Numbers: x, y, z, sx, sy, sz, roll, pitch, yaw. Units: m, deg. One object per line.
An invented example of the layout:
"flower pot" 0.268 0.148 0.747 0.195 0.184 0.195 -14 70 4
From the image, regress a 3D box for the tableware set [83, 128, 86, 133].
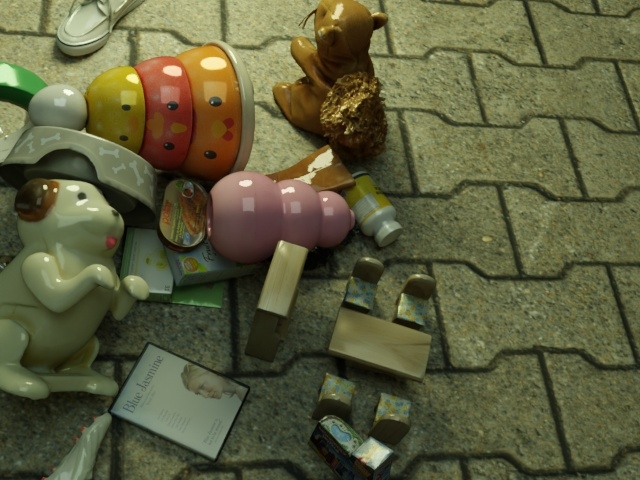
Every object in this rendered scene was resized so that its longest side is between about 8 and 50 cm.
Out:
"tableware set" -0.541 -0.248 2.024 0.194 0.039 0.128 -23 54 -30

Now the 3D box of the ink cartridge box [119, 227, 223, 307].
"ink cartridge box" -0.340 0.063 1.867 0.235 0.056 0.171 5 58 -7

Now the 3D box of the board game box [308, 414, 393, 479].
"board game box" 0.073 0.439 1.641 0.060 0.194 0.194 -37 73 -28

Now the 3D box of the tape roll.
"tape roll" -0.762 -0.270 1.818 0.321 0.321 0.077 -11 61 -18

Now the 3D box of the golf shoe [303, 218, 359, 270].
"golf shoe" 0.000 0.000 1.978 0.198 0.077 0.094 -34 45 -22

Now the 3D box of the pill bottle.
"pill bottle" 0.127 -0.077 2.023 0.103 0.103 0.184 -25 67 -25

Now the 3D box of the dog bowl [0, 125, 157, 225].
"dog bowl" -0.524 -0.142 1.786 0.348 0.349 0.102 14 75 -3

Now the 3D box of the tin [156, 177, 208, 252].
"tin" -0.312 -0.057 1.814 0.106 0.040 0.190 19 51 -22

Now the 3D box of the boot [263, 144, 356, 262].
"boot" -0.042 -0.086 1.974 0.280 0.096 0.264 -23 53 -9

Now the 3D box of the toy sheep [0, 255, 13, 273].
"toy sheep" -0.719 0.088 1.753 0.091 0.091 0.132 30 72 7

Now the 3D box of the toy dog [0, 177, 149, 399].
"toy dog" -0.532 0.079 1.636 0.395 0.284 0.408 16 88 36

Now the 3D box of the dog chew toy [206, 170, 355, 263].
"dog chew toy" -0.084 -0.050 1.800 0.331 0.207 0.207 1 59 -16

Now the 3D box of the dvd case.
"dvd case" -0.300 0.342 1.723 0.252 0.022 0.180 23 57 3

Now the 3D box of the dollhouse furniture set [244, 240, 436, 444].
"dollhouse furniture set" 0.056 0.188 1.755 0.394 0.256 0.362 18 57 -1

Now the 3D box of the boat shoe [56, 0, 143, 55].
"boat shoe" -0.591 -0.663 2.194 0.135 0.156 0.367 31 57 8

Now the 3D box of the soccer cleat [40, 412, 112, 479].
"soccer cleat" -0.474 0.437 1.606 0.076 0.068 0.196 35 65 4

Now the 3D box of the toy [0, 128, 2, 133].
"toy" -0.900 -0.330 1.985 0.136 0.056 0.237 -23 71 -28

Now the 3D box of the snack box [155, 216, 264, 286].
"snack box" -0.258 0.006 1.873 0.207 0.070 0.175 -9 65 -34

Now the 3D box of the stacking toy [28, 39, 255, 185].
"stacking toy" -0.419 -0.283 1.838 0.479 0.351 0.351 -7 60 -30

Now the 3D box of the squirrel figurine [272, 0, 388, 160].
"squirrel figurine" 0.074 -0.416 2.059 0.280 0.370 0.397 -13 63 -20
